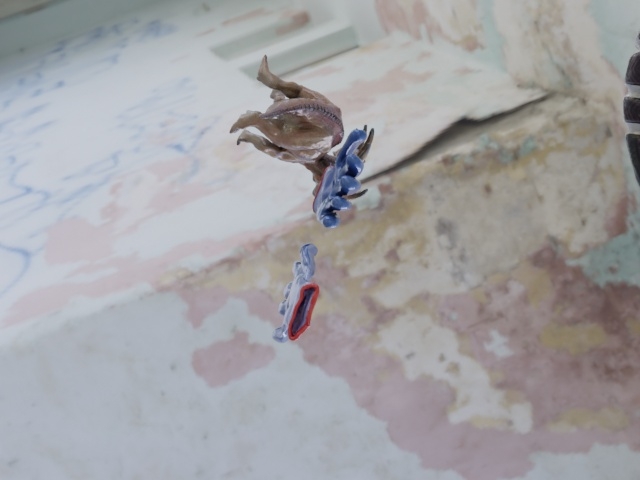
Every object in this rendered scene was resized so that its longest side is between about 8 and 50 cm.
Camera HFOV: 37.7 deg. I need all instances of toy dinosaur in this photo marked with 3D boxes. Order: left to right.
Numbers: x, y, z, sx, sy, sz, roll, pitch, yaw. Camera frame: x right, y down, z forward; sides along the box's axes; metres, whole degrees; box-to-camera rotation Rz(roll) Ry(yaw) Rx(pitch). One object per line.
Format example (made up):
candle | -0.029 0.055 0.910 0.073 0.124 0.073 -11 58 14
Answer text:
toy dinosaur | -0.010 -0.156 1.352 0.200 0.127 0.295 26 -7 6

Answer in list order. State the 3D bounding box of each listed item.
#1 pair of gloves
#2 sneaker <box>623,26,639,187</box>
pair of gloves | 0.000 0.000 0.812 0.159 0.023 0.198 -155 -95 -83
sneaker | 0.265 -0.152 0.565 0.106 0.162 0.281 10 -74 38
